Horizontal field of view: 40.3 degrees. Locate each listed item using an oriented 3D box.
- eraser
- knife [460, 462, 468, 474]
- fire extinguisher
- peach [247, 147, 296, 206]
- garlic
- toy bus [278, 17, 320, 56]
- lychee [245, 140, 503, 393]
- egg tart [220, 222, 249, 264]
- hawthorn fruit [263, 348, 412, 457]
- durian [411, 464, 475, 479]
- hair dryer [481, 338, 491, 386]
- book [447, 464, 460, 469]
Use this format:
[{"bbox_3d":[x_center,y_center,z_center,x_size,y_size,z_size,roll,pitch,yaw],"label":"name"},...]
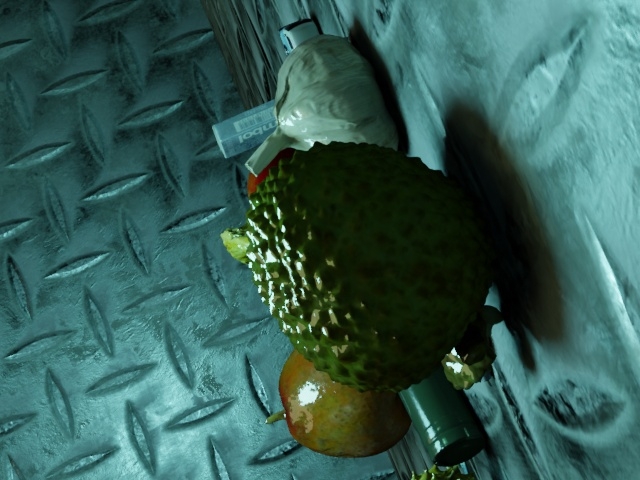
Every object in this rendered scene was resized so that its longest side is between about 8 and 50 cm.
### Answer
[{"bbox_3d":[-0.118,-0.246,1.837,0.092,0.212,0.046,83,163,-72],"label":"eraser"},{"bbox_3d":[0.283,0.453,1.705,0.027,0.010,0.096,-126,15,-70],"label":"knife"},{"bbox_3d":[0.166,0.234,1.495,0.095,0.114,0.311,110,147,-41],"label":"fire extinguisher"},{"bbox_3d":[-0.030,-0.084,1.695,0.243,0.199,0.243,53,-178,-2],"label":"peach"},{"bbox_3d":[-0.014,-0.159,1.202,0.219,0.212,0.218,60,170,18],"label":"garlic"},{"bbox_3d":[-0.019,-0.307,1.449,0.123,0.060,0.075,67,170,-9],"label":"toy bus"},{"bbox_3d":[0.064,0.032,0.954,0.319,0.270,0.270,26,165,9],"label":"lychee"},{"bbox_3d":[0.000,0.000,1.472,0.345,0.345,0.133,126,155,-83],"label":"egg tart"},{"bbox_3d":[0.026,0.310,1.750,0.277,0.298,0.277,158,90,-83],"label":"hawthorn fruit"},{"bbox_3d":[0.236,0.467,1.414,0.305,0.185,0.196,35,-144,-2],"label":"durian"},{"bbox_3d":[0.211,0.157,1.170,0.114,0.037,0.063,63,176,-27],"label":"hair dryer"},{"bbox_3d":[0.182,0.261,1.788,0.260,0.043,0.371,-125,14,-70],"label":"book"}]
